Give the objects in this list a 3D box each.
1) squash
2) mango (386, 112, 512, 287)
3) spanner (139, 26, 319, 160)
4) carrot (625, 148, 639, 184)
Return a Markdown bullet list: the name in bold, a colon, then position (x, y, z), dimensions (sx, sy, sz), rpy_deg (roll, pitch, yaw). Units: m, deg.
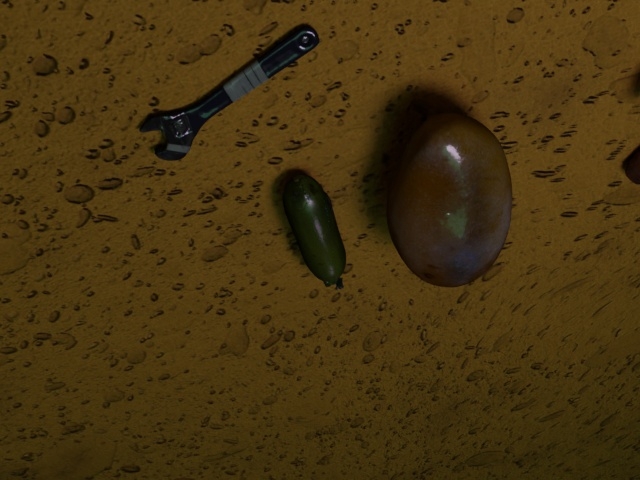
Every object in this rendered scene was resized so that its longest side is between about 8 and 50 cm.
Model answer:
- **squash**: position (-0.002, 0.001, 1.562), dimensions (0.087, 0.087, 0.331), rpy_deg (-19, 143, 0)
- **mango**: position (0.218, -0.071, 1.473), dimensions (0.221, 0.199, 0.384), rpy_deg (-19, 140, -2)
- **spanner**: position (-0.137, -0.224, 1.290), dimensions (0.316, 0.024, 0.087), rpy_deg (-33, 134, 17)
- **carrot**: position (0.664, -0.201, 1.623), dimensions (0.059, 0.059, 0.248), rpy_deg (9, 131, -31)
